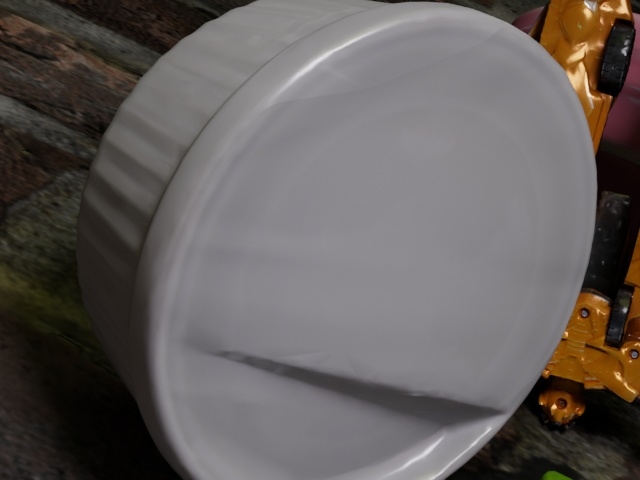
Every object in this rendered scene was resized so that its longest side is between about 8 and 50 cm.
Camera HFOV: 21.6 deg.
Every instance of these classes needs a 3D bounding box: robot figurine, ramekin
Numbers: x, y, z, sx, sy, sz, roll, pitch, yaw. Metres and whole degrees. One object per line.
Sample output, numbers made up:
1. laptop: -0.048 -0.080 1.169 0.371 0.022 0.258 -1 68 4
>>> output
1. robot figurine: 0.188 -0.024 1.056 0.211 0.291 0.085 15 4 12
2. ramekin: 0.000 0.000 0.851 0.273 0.272 0.127 4 18 -39

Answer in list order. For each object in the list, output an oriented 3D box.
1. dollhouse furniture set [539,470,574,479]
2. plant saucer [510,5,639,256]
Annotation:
1. dollhouse furniture set: 0.169 0.241 0.567 0.302 0.197 0.151 25 22 3
2. plant saucer: 0.263 -0.044 1.237 0.332 0.084 0.332 31 -12 7
